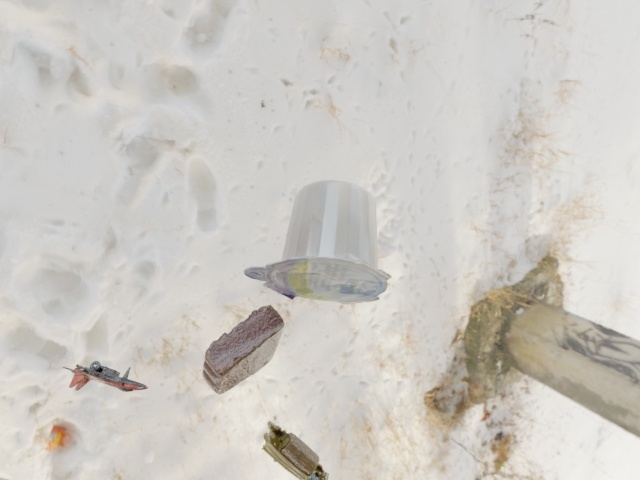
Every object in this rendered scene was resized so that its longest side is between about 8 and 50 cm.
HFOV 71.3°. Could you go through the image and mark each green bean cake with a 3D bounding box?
[{"bbox_3d":[-0.224,0.314,1.278,0.233,0.097,0.198,-26,145,-41],"label":"green bean cake"}]

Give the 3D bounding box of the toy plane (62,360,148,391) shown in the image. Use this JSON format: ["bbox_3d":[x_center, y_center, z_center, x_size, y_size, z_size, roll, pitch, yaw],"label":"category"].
[{"bbox_3d":[-0.487,0.317,1.031,0.189,0.061,0.130,3,149,1],"label":"toy plane"}]

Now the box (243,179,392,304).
[{"bbox_3d":[0.000,0.000,0.950,0.291,0.262,0.206,6,64,1],"label":"box"}]

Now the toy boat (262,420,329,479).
[{"bbox_3d":[-0.081,0.745,1.540,0.310,0.089,0.115,44,119,-7],"label":"toy boat"}]
